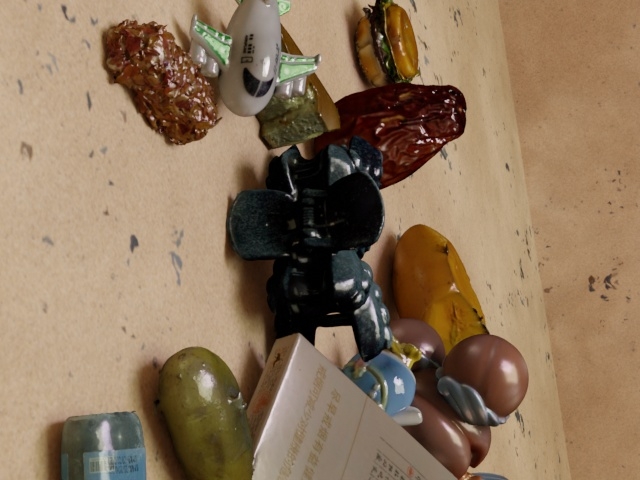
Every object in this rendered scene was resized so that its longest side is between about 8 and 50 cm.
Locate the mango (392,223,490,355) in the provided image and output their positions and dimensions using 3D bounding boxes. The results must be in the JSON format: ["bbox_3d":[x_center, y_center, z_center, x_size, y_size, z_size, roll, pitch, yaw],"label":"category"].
[{"bbox_3d":[0.189,0.078,1.720,0.257,0.138,0.187,-107,178,-61],"label":"mango"}]

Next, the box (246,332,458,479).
[{"bbox_3d":[0.045,0.302,1.218,0.365,0.051,0.204,45,46,-26],"label":"box"}]

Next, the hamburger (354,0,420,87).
[{"bbox_3d":[0.117,-0.354,1.794,0.164,0.093,0.189,-1,82,-70],"label":"hamburger"}]

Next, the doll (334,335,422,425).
[{"bbox_3d":[0.063,0.232,1.376,0.135,0.099,0.241,50,42,-14],"label":"doll"}]

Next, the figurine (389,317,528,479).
[{"bbox_3d":[0.206,0.330,1.546,0.248,0.277,0.388,-48,127,-33],"label":"figurine"}]

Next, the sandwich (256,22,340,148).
[{"bbox_3d":[-0.045,-0.192,1.330,0.244,0.090,0.088,55,30,-46],"label":"sandwich"}]

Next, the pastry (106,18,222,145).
[{"bbox_3d":[-0.162,-0.173,1.069,0.169,0.063,0.087,52,37,-51],"label":"pastry"}]

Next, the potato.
[{"bbox_3d":[-0.112,0.193,1.017,0.105,0.085,0.188,-39,121,-63],"label":"potato"}]

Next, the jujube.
[{"bbox_3d":[0.107,-0.161,1.500,0.168,0.236,0.168,-16,90,-72],"label":"jujube"}]

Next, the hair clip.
[{"bbox_3d":[-0.001,0.001,1.270,0.206,0.194,0.310,59,26,-66],"label":"hair clip"}]

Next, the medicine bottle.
[{"bbox_3d":[-0.183,0.253,0.852,0.090,0.054,0.208,21,64,-67],"label":"medicine bottle"}]

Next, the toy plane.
[{"bbox_3d":[-0.080,-0.235,1.204,0.174,0.080,0.174,1,88,-29],"label":"toy plane"}]
